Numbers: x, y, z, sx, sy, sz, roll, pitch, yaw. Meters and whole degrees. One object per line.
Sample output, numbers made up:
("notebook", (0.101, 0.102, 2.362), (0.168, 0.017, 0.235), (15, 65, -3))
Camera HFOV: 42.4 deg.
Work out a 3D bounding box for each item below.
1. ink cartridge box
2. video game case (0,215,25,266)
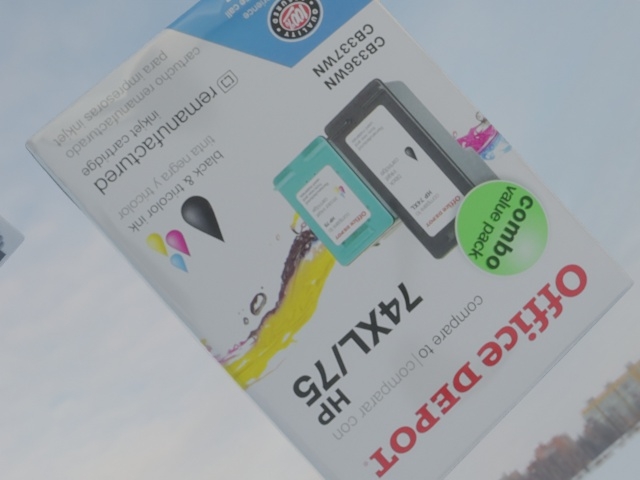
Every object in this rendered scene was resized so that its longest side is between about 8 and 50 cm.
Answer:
("ink cartridge box", (0.000, 0.000, 0.516), (0.198, 0.270, 0.197), (-43, -1, -11))
("video game case", (-0.384, 0.021, 0.736), (0.190, 0.022, 0.173), (-53, -38, -16))
